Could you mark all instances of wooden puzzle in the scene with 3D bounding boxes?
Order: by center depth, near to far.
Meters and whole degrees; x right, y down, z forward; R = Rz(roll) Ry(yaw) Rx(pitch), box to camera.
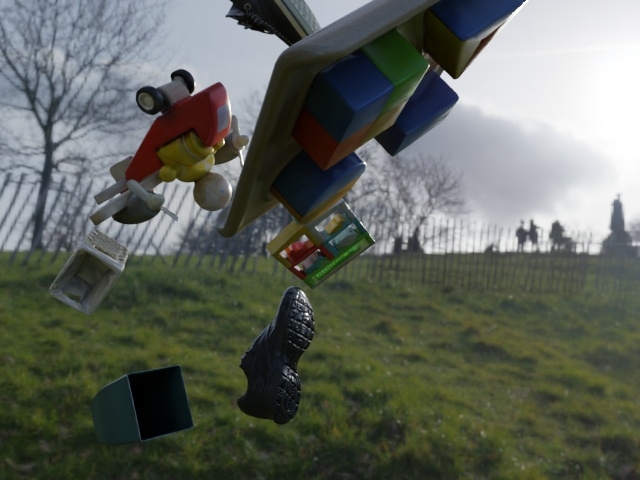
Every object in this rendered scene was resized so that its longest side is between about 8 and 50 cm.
[{"bbox_3d":[0.061,-0.137,0.728,0.080,0.322,0.348,50,-28,5],"label":"wooden puzzle"}]

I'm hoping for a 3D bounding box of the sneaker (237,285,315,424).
[{"bbox_3d":[-0.097,0.222,1.483,0.130,0.286,0.109,-3,-32,30],"label":"sneaker"}]

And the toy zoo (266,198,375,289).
[{"bbox_3d":[0.000,0.000,1.627,0.192,0.030,0.293,-37,-29,5],"label":"toy zoo"}]

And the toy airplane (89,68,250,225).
[{"bbox_3d":[-0.322,-0.154,1.632,0.272,0.386,0.384,43,-6,0],"label":"toy airplane"}]

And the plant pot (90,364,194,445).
[{"bbox_3d":[-0.475,0.435,1.878,0.234,0.165,0.166,-25,-15,37],"label":"plant pot"}]

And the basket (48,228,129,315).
[{"bbox_3d":[-0.531,0.070,1.705,0.113,0.103,0.167,34,-63,-16],"label":"basket"}]

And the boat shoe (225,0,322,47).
[{"bbox_3d":[-0.151,-0.583,1.789,0.156,0.187,0.500,-38,-66,20],"label":"boat shoe"}]
